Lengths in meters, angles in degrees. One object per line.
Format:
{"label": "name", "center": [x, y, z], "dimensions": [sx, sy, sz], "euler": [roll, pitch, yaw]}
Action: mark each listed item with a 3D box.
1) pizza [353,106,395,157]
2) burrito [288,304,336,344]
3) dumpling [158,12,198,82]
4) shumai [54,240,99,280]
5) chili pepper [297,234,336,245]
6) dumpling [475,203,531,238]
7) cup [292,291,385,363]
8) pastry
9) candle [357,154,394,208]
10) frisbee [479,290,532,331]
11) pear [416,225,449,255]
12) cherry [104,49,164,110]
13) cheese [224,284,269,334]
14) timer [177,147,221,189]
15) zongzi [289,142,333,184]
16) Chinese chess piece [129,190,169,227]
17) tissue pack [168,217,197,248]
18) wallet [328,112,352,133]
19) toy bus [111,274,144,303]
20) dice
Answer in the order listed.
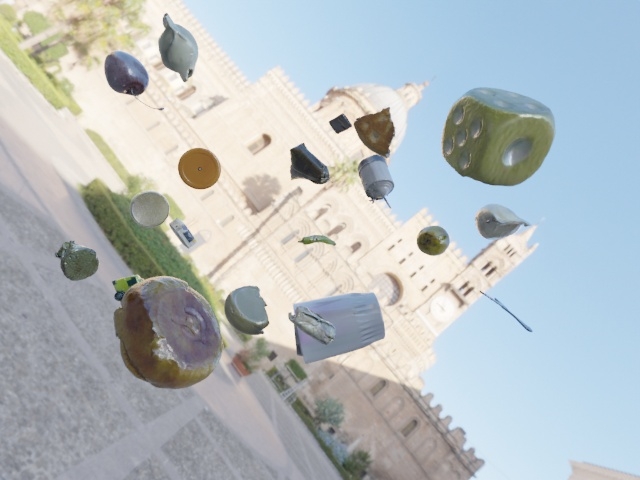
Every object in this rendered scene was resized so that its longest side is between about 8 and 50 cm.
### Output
{"label": "pizza", "center": [0.205, -0.398, 1.569], "dimensions": [0.182, 0.161, 0.062], "euler": [37, 18, 24]}
{"label": "burrito", "center": [-0.013, 0.208, 1.083], "dimensions": [0.045, 0.058, 0.188], "euler": [25, -13, 46]}
{"label": "dumpling", "center": [-0.444, -0.594, 1.358], "dimensions": [0.181, 0.111, 0.155], "euler": [-51, -123, 41]}
{"label": "shumai", "center": [-0.707, 0.051, 1.276], "dimensions": [0.087, 0.099, 0.124], "euler": [35, -41, 26]}
{"label": "chili pepper", "center": [0.000, -0.001, 1.875], "dimensions": [0.043, 0.208, 0.049], "euler": [26, -73, 50]}
{"label": "dumpling", "center": [0.811, -0.073, 1.957], "dimensions": [0.243, 0.226, 0.175], "euler": [-94, -172, -56]}
{"label": "cup", "center": [0.065, 0.348, 1.845], "dimensions": [0.253, 0.371, 0.253], "euler": [167, -90, -87]}
{"label": "pastry", "center": [-0.435, 0.264, 1.292], "dimensions": [0.356, 0.163, 0.356], "euler": [49, 19, -23]}
{"label": "candle", "center": [0.338, -0.335, 2.602], "dimensions": [0.187, 0.187, 0.330], "euler": [80, -4, -59]}
{"label": "frisbee", "center": [0.609, 0.220, 1.503], "dimensions": [0.187, 0.012, 0.211], "euler": [34, 12, -13]}
{"label": "pear", "center": [0.531, 0.000, 2.090], "dimensions": [0.148, 0.162, 0.149], "euler": [11, -74, 45]}
{"label": "cherry", "center": [-0.563, -0.490, 1.328], "dimensions": [0.148, 0.115, 0.188], "euler": [33, 14, 16]}
{"label": "cheese", "center": [-0.283, 0.282, 1.736], "dimensions": [0.202, 0.175, 0.091], "euler": [57, -39, 27]}
{"label": "timer", "center": [-0.392, -0.245, 1.450], "dimensions": [0.132, 0.132, 0.152], "euler": [59, -1, -21]}
{"label": "zongzi", "center": [-0.053, -0.306, 2.130], "dimensions": [0.248, 0.111, 0.241], "euler": [46, -28, 21]}
{"label": "Chinese chess piece", "center": [-0.553, -0.102, 1.437], "dimensions": [0.122, 0.122, 0.051], "euler": [59, -19, -21]}
{"label": "tissue pack", "center": [-0.428, -0.022, 1.379], "dimensions": [0.062, 0.042, 0.083], "euler": [32, -26, 38]}
{"label": "wallet", "center": [0.094, -0.555, 2.108], "dimensions": [0.082, 0.018, 0.156], "euler": [51, -18, -17]}
{"label": "toy bus", "center": [-0.609, 0.200, 1.456], "dimensions": [0.175, 0.101, 0.088], "euler": [66, -17, 3]}
{"label": "dice", "center": [0.522, -0.312, 1.323], "dimensions": [0.233, 0.238, 0.227], "euler": [-115, -151, -49]}
